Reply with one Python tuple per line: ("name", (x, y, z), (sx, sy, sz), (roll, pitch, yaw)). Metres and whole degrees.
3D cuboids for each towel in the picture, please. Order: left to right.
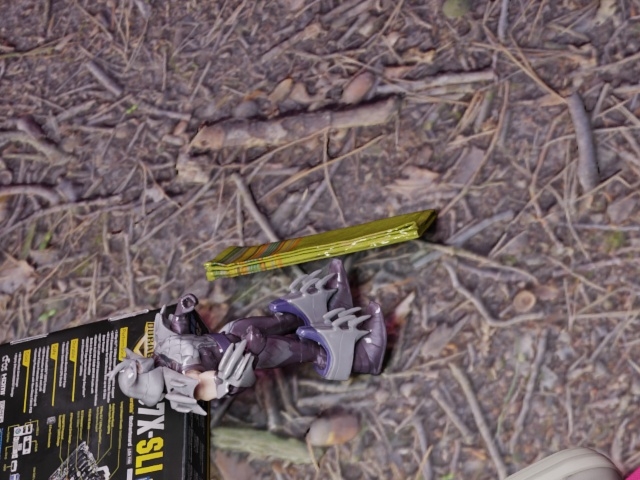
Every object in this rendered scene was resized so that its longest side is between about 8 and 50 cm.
("towel", (0.000, 0.000, 1.997), (0.237, 0.021, 0.102), (-11, 12, 17))

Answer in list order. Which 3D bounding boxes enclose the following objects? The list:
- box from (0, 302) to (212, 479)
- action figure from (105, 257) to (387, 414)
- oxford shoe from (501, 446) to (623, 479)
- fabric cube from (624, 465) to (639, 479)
("box", (-0.242, 0.233, 1.933), (0.257, 0.079, 0.322), (-13, 51, 13))
("action figure", (-0.082, 0.103, 1.868), (0.285, 0.099, 0.185), (-13, 27, -29))
("oxford shoe", (0.095, 0.335, 1.626), (0.449, 0.169, 0.130), (-28, 54, -14))
("fabric cube", (0.365, 0.298, 1.491), (0.258, 0.254, 0.259), (-42, 50, -7))
